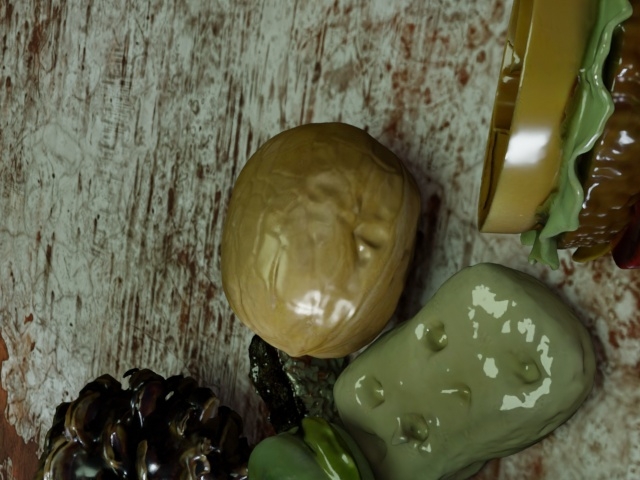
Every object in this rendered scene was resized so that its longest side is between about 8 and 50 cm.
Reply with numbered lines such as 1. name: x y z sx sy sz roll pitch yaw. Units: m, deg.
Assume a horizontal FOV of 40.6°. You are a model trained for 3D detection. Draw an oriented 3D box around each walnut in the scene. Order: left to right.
1. walnut: 0.000 0.000 0.823 0.193 0.193 0.225 4 79 42

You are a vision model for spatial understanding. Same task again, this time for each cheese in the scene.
1. cheese: 0.123 0.131 0.788 0.263 0.093 0.159 -44 66 35

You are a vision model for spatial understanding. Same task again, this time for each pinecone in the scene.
1. pinecone: -0.195 0.258 0.994 0.257 0.243 0.243 -35 68 26

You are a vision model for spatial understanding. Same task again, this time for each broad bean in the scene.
1. broad bean: 0.007 0.274 0.802 0.169 0.100 0.227 10 110 55

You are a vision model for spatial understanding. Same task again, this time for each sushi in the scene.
1. sushi: -0.018 0.147 0.921 0.078 0.091 0.150 -44 58 44

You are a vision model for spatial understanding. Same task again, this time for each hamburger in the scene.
1. hamburger: 0.229 -0.105 0.574 0.212 0.274 0.274 9 100 6
